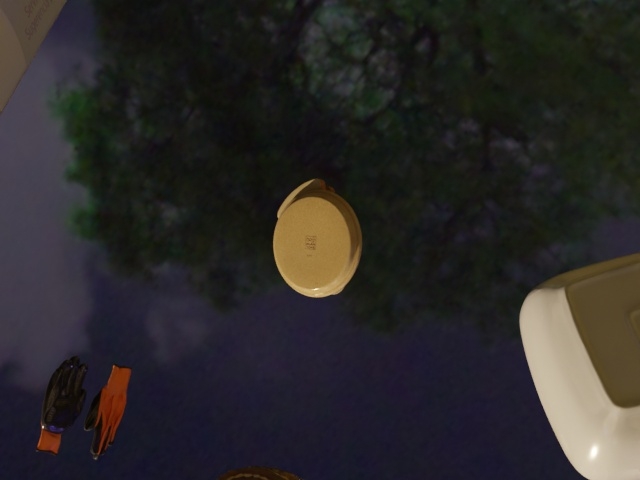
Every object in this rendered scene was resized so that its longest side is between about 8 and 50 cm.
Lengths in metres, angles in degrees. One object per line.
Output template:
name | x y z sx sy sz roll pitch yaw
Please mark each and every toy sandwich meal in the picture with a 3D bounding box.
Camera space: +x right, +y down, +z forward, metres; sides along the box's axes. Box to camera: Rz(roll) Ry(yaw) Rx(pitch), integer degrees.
toy sandwich meal | 0.000 0.000 0.910 0.029 0.085 0.085 2 -130 -55

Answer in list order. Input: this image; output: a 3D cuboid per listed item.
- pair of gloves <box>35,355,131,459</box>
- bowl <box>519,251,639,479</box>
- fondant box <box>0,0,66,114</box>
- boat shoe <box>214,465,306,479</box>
pair of gloves | -0.175 0.125 0.936 0.083 0.010 0.074 21 -98 -54
bowl | 0.199 0.065 0.754 0.142 0.053 0.142 -14 -123 -3
fondant box | -0.195 -0.133 0.316 0.096 0.330 0.238 -2 -136 18
boat shoe | -0.083 0.216 0.533 0.104 0.110 0.307 56 -132 -38
